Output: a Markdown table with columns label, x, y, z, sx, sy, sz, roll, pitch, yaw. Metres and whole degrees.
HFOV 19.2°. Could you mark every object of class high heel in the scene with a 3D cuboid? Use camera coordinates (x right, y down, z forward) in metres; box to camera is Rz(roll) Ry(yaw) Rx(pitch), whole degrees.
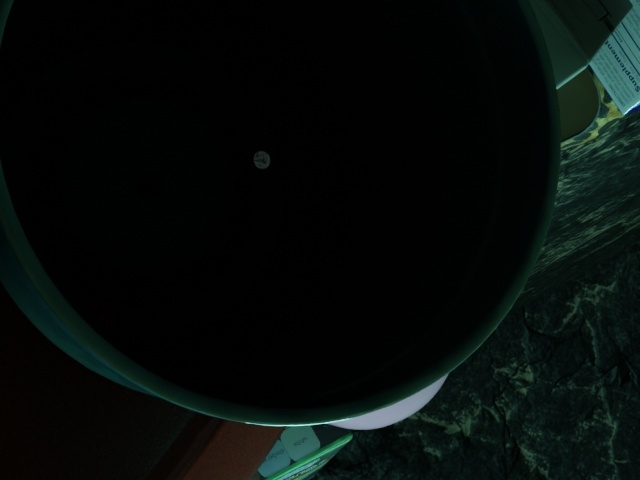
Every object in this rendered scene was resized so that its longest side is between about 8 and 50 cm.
| label | x | y | z | sx | sy | sz | roll | pitch | yaw |
| --- | --- | --- | --- | --- | --- | --- | --- | --- | --- |
| high heel | 0.183 | -0.109 | 1.708 | 0.261 | 0.093 | 0.186 | -28 | 180 | 38 |

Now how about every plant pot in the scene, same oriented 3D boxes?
| label | x | y | z | sx | sy | sz | roll | pitch | yaw |
| --- | --- | --- | --- | --- | --- | --- | --- | --- | --- |
| plant pot | -0.060 | -0.040 | 0.948 | 0.271 | 0.272 | 0.255 | -27 | -177 | -22 |
| plant pot | -0.133 | 0.051 | 1.195 | 0.236 | 0.267 | 0.267 | -44 | 169 | 2 |

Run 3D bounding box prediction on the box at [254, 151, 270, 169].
| label | x | y | z | sx | sy | sz | roll | pitch | yaw |
| --- | --- | --- | --- | --- | --- | --- | --- | --- | --- |
| box | 0.000 | 0.000 | 1.407 | 0.103 | 0.203 | 0.114 | -36 | 167 | 23 |

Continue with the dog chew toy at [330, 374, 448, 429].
| label | x | y | z | sx | sy | sz | roll | pitch | yaw |
| --- | --- | --- | --- | --- | --- | --- | --- | --- | --- |
| dog chew toy | -0.002 | 0.092 | 1.904 | 0.206 | 0.207 | 0.332 | -36 | 160 | 27 |

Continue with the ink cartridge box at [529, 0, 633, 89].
| label | x | y | z | sx | sy | sz | roll | pitch | yaw |
| --- | --- | --- | --- | --- | --- | --- | --- | --- | --- |
| ink cartridge box | 0.135 | -0.138 | 1.357 | 0.139 | 0.082 | 0.191 | -36 | -174 | 26 |

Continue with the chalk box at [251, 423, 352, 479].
| label | x | y | z | sx | sy | sz | roll | pitch | yaw |
| --- | --- | --- | --- | --- | --- | --- | --- | --- | --- |
| chalk box | -0.091 | 0.215 | 2.262 | 0.180 | 0.179 | 0.289 | -26 | 168 | -20 |

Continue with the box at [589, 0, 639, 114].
| label | x | y | z | sx | sy | sz | roll | pitch | yaw |
| --- | --- | --- | --- | --- | --- | --- | --- | --- | --- |
| box | 0.262 | -0.189 | 1.474 | 0.072 | 0.126 | 0.137 | -25 | 169 | -37 |
